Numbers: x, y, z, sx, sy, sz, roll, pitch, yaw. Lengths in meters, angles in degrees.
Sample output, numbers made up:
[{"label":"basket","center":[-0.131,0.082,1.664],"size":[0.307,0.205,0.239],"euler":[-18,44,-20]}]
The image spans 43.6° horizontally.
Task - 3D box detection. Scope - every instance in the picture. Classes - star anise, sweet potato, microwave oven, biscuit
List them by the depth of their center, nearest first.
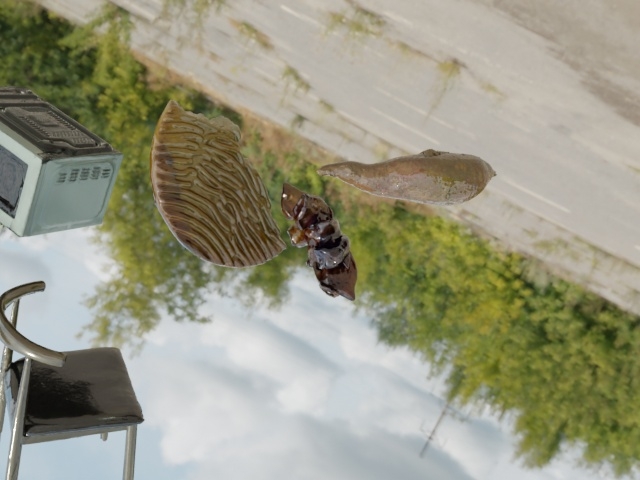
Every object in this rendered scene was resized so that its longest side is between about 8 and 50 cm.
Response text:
[{"label":"sweet potato","center":[0.109,-0.072,0.920],"size":[0.226,0.068,0.068],"euler":[-1,-171,-12]},{"label":"star anise","center":[0.000,0.000,0.975],"size":[0.168,0.057,0.168],"euler":[156,90,-82]},{"label":"biscuit","center":[-0.118,-0.060,0.988],"size":[0.228,0.176,0.031],"euler":[29,164,-36]},{"label":"microwave oven","center":[-0.394,-0.114,1.069],"size":[0.208,0.122,0.162],"euler":[33,-156,22]}]

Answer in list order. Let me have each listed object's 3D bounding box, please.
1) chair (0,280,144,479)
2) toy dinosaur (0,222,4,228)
[{"label":"chair","center":[-0.320,0.196,1.004],"size":[0.166,0.272,0.188],"euler":[-2,-154,-25]},{"label":"toy dinosaur","center":[-0.555,-0.040,1.238],"size":[0.153,0.259,0.094],"euler":[40,-166,10]}]
